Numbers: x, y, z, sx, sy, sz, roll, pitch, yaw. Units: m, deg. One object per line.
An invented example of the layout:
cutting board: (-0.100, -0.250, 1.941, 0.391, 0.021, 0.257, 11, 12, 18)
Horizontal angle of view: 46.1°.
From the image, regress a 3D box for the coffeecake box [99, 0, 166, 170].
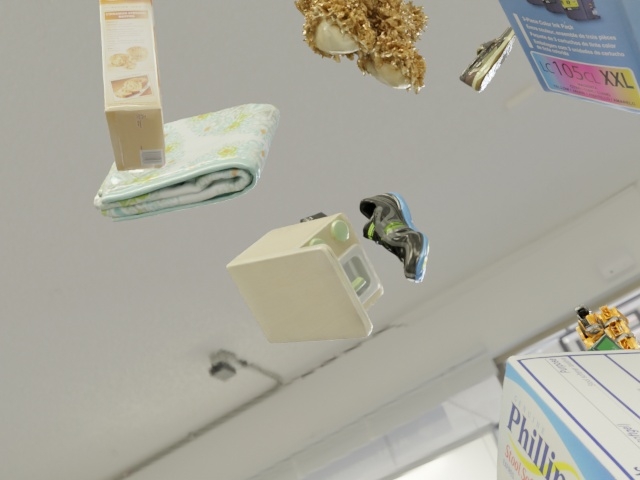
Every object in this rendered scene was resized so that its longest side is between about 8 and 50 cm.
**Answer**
coffeecake box: (-0.241, -0.205, 0.967, 0.068, 0.185, 0.142, -5, -23, -11)

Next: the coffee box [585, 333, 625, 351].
coffee box: (0.426, 0.215, 1.115, 0.040, 0.113, 0.184, -39, -22, -17)

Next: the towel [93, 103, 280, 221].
towel: (-0.289, -0.185, 1.666, 0.375, 0.320, 0.090, -10, -55, 14)

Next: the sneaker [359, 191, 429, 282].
sneaker: (0.102, -0.003, 1.073, 0.078, 0.188, 0.067, -5, -52, -15)

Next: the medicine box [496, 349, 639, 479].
medicine box: (0.302, 0.186, 0.513, 0.289, 0.149, 0.263, -2, 12, -5)

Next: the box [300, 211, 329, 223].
box: (0.000, 0.000, 1.419, 0.052, 0.062, 0.083, -22, -54, -28)

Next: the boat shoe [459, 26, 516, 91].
boat shoe: (0.295, -0.325, 1.311, 0.152, 0.049, 0.056, -52, -18, -25)

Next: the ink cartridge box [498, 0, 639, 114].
ink cartridge box: (0.247, -0.339, 0.629, 0.270, 0.151, 0.395, -51, -51, -9)

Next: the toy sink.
toy sink: (-0.003, 0.056, 1.160, 0.234, 0.152, 0.131, -13, 21, 47)

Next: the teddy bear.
teddy bear: (0.045, -0.317, 0.945, 0.245, 0.338, 0.113, 29, -56, -16)

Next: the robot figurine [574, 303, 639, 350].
robot figurine: (0.533, 0.227, 1.294, 0.085, 0.211, 0.291, -31, -56, 16)
